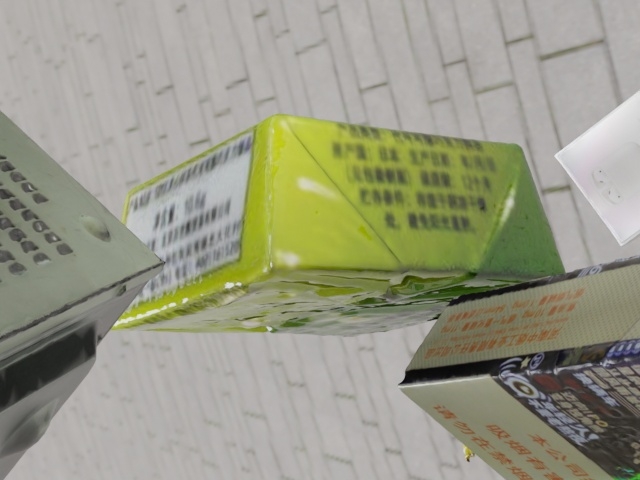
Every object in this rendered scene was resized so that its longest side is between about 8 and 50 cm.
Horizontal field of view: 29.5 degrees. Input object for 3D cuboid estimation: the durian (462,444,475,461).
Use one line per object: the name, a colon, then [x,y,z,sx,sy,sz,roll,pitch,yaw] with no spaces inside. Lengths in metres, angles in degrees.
durian: [0.184,0.140,1.335,0.146,0.102,0.208,18,86,25]

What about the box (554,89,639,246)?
box: [0.356,-0.084,1.371,0.129,0.051,0.130,-39,77,25]

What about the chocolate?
chocolate: [0.000,0.000,1.035,0.301,0.288,0.137,-21,70,54]

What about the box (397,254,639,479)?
box: [0.206,0.104,0.710,0.198,0.084,0.310,42,156,-13]

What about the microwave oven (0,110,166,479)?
microwave oven: [-0.329,0.069,0.614,0.333,0.247,0.394,42,108,3]
